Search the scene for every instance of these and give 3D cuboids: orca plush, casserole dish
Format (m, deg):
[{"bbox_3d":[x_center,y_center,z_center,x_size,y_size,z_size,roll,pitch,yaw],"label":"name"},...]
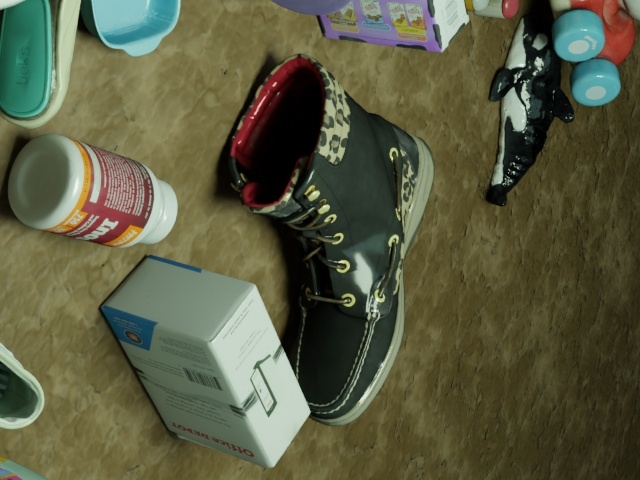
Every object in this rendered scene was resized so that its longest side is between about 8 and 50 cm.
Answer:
[{"bbox_3d":[0.322,-0.186,1.756,0.151,0.102,0.287,25,81,-55],"label":"orca plush"},{"bbox_3d":[-0.181,-0.263,1.071,0.114,0.037,0.188,-29,124,-47],"label":"casserole dish"}]

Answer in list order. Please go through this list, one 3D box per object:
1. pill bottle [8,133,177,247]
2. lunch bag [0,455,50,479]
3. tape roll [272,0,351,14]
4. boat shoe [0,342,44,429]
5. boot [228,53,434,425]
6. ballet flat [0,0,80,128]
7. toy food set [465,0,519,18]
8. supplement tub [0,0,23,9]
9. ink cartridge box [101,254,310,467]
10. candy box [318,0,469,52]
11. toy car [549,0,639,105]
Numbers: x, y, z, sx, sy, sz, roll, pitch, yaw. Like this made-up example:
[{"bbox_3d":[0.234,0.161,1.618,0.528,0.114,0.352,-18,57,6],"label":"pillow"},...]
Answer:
[{"bbox_3d":[-0.203,-0.040,1.078,0.152,0.086,0.086,17,88,-55],"label":"pill bottle"},{"bbox_3d":[-0.248,0.295,1.019,0.160,0.223,0.262,-58,144,-14],"label":"lunch bag"},{"bbox_3d":[-0.017,-0.321,1.148,0.080,0.189,0.189,-50,138,-31],"label":"tape roll"},{"bbox_3d":[-0.334,0.075,0.927,0.302,0.094,0.109,35,73,-54],"label":"boat shoe"},{"bbox_3d":[0.000,0.000,1.336,0.284,0.138,0.377,37,68,-55],"label":"boot"},{"bbox_3d":[-0.233,-0.219,0.991,0.086,0.086,0.249,-3,106,-55],"label":"ballet flat"},{"bbox_3d":[0.282,-0.391,1.621,0.232,0.104,0.111,-60,143,-22],"label":"toy food set"},{"bbox_3d":[-0.291,-0.241,0.675,0.193,0.316,0.194,-25,123,-47],"label":"supplement tub"},{"bbox_3d":[-0.114,0.126,1.213,0.086,0.148,0.203,-53,141,-32],"label":"ink cartridge box"},{"bbox_3d":[0.061,-0.312,1.282,0.070,0.164,0.196,-51,139,-32],"label":"candy box"},{"bbox_3d":[0.461,-0.350,1.712,0.210,0.238,0.219,53,32,-49],"label":"toy car"}]
